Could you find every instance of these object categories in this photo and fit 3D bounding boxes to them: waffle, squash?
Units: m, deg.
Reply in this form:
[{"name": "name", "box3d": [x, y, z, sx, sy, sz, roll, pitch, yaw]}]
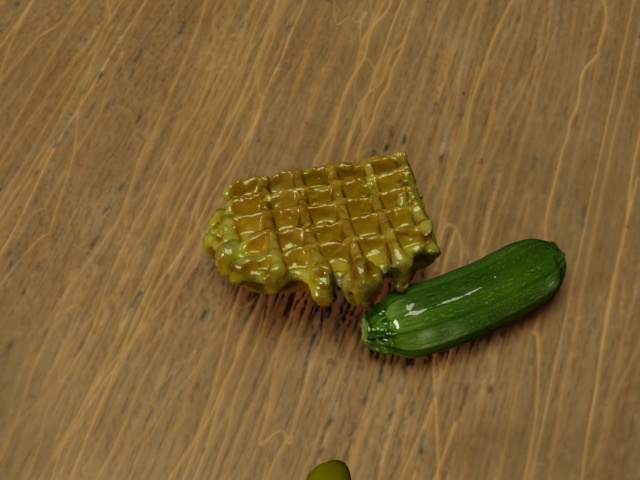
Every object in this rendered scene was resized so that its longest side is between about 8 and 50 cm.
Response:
[{"name": "waffle", "box3d": [0.000, 0.000, 1.224, 0.229, 0.057, 0.219, -11, 31, -4]}, {"name": "squash", "box3d": [0.142, 0.058, 1.200, 0.219, 0.068, 0.077, -19, 59, -12]}]

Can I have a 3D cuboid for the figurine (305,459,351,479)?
[{"name": "figurine", "box3d": [-0.025, 0.327, 0.932, 0.327, 0.169, 0.218, -39, 74, -22]}]
